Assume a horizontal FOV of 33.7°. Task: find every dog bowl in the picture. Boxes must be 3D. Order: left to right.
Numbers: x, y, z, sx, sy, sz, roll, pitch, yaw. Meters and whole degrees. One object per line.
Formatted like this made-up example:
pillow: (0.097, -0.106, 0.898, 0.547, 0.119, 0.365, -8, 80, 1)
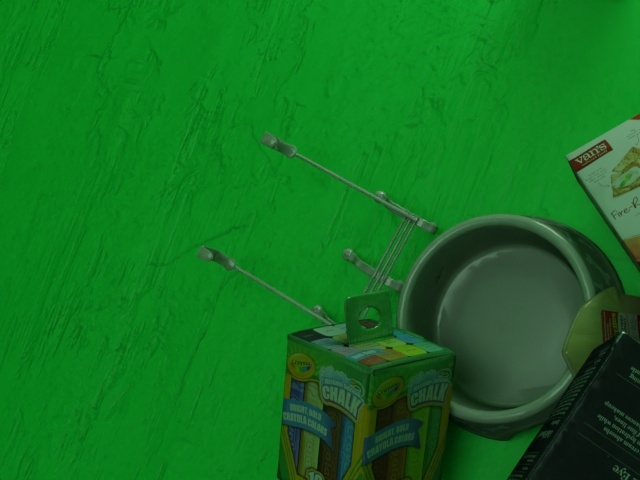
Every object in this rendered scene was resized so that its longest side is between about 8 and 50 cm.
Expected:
dog bowl: (0.268, 0.119, 1.562, 0.348, 0.102, 0.349, -7, 74, 28)

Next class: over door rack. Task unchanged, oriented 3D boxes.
over door rack: (0.000, 0.000, 1.727, 0.324, 0.108, 0.240, 29, 93, 11)

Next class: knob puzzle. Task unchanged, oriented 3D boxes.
knob puzzle: (0.395, 0.159, 1.438, 0.030, 0.213, 0.213, -21, 65, 55)

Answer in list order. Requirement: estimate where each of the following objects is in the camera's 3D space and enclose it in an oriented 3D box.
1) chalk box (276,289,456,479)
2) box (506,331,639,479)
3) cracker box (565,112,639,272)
chalk box: (0.067, 0.219, 1.502, 0.179, 0.180, 0.289, 19, 109, 45)
box: (0.378, 0.332, 1.179, 0.343, 0.179, 0.312, 35, 81, 10)
cracker box: (0.462, -0.069, 1.464, 0.155, 0.067, 0.232, -31, 43, 9)
